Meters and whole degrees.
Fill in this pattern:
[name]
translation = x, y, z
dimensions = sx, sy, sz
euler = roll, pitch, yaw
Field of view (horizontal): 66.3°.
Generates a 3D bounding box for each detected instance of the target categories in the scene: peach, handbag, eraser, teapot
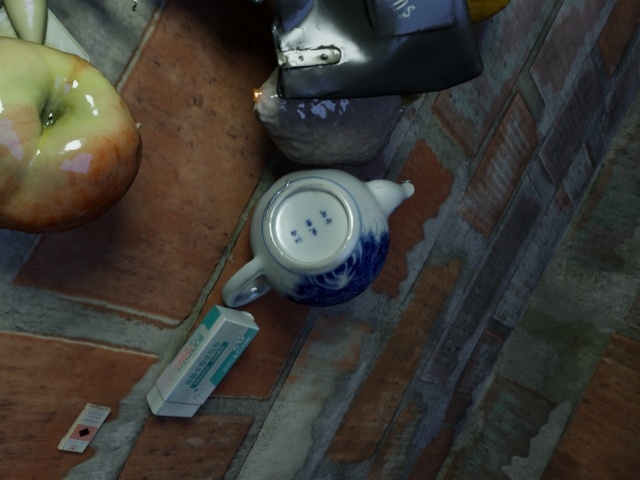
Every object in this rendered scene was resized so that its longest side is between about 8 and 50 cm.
[peach]
translation = -0.324, -0.106, 0.544
dimensions = 0.232, 0.232, 0.232
euler = -23, 126, -36
[handbag]
translation = 0.052, -0.336, 0.619
dimensions = 0.288, 0.152, 0.342
euler = -20, 114, -14
[eraser]
translation = -0.216, 0.225, 0.907
dimensions = 0.225, 0.052, 0.095
euler = -52, 140, 7
[teapot]
translation = 0.000, 0.000, 0.915
dimensions = 0.424, 0.252, 0.280
euler = -34, 167, 0

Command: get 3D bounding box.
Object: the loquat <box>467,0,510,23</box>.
[loquat]
translation = 0.315, -0.547, 0.981
dimensions = 0.187, 0.176, 0.234
euler = -52, 149, -11

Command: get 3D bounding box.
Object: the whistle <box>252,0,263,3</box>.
[whistle]
translation = -0.169, -0.394, 0.592
dimensions = 0.269, 0.093, 0.180
euler = 35, 114, -28

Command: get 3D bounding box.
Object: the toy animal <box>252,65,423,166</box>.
[toy animal]
translation = 0.027, -0.236, 0.825
dimensions = 0.358, 0.188, 0.226
euler = -13, 145, -55

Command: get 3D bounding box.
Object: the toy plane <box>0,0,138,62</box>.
[toy plane]
translation = -0.321, -0.318, 0.514
dimensions = 0.242, 0.104, 0.256
euler = -9, 124, -26

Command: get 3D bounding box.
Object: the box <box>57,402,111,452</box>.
[box]
translation = -0.399, 0.317, 0.829
dimensions = 0.083, 0.012, 0.046
euler = -57, 139, -7
